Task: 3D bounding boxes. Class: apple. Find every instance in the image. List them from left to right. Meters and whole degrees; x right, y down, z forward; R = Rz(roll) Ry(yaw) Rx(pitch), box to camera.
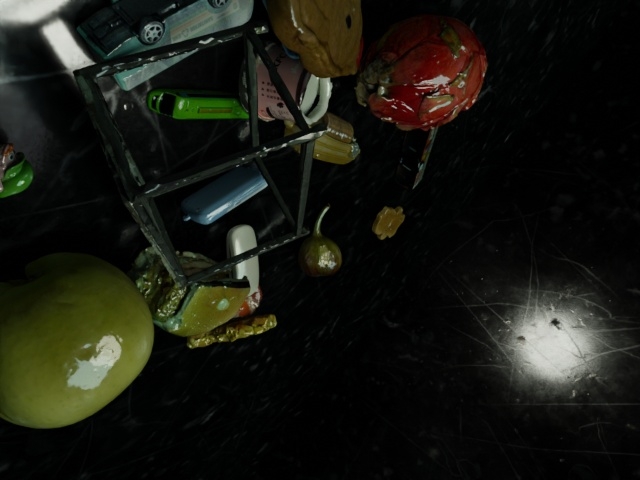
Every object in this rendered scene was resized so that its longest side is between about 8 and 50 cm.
[{"bbox_3d":[-0.449,0.175,0.757,0.295,0.233,0.258,-28,121,-20],"label":"apple"}]

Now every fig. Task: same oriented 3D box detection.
[{"bbox_3d":[0.000,0.000,1.435,0.149,0.149,0.245,-19,117,-46],"label":"fig"}]

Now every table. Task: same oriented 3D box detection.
[{"bbox_3d":[-0.171,-0.117,0.717,0.272,0.222,0.335,-23,161,-15],"label":"table"}]

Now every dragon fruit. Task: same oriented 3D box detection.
[{"bbox_3d":[0.254,-0.413,1.081,0.342,0.277,0.277,-8,134,-42],"label":"dragon fruit"}]

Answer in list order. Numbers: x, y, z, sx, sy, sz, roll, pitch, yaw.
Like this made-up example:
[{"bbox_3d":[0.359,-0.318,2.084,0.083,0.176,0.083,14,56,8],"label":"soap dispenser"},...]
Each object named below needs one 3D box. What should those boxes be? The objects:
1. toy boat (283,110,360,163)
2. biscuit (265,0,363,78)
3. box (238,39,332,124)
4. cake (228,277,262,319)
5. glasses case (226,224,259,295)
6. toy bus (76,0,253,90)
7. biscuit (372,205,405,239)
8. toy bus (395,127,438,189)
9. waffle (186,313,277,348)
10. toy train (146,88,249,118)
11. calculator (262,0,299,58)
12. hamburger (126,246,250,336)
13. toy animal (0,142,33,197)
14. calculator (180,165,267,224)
[{"bbox_3d":[0.016,-0.264,1.105,0.310,0.089,0.115,-1,125,-57],"label":"toy boat"},{"bbox_3d":[0.009,-0.426,0.696,0.381,0.074,0.359,43,56,-62],"label":"biscuit"},{"bbox_3d":[-0.060,-0.296,0.841,0.151,0.135,0.151,-48,150,-39],"label":"box"},{"bbox_3d":[-0.285,0.192,1.226,0.287,0.098,0.135,-26,128,-34],"label":"cake"},{"bbox_3d":[-0.207,0.057,1.168,0.081,0.051,0.204,-20,116,-45],"label":"glasses case"},{"bbox_3d":[-0.217,-0.333,0.648,0.261,0.091,0.109,-39,163,-18],"label":"toy bus"},{"bbox_3d":[0.282,-0.078,1.849,0.225,0.036,0.166,7,120,-57],"label":"biscuit"},{"bbox_3d":[0.341,-0.351,1.503,0.092,0.093,0.409,-43,156,-31],"label":"toy bus"},{"bbox_3d":[-0.257,0.264,1.284,0.249,0.056,0.253,-10,176,-41],"label":"waffle"},{"bbox_3d":[-0.214,-0.250,0.811,0.209,0.042,0.044,-19,141,-47],"label":"toy train"},{"bbox_3d":[-0.066,-0.426,0.688,0.051,0.173,0.293,-8,157,13],"label":"calculator"},{"bbox_3d":[-0.318,0.126,1.019,0.192,0.167,0.288,-53,154,10],"label":"hamburger"},{"bbox_3d":[-0.473,-0.119,0.539,0.103,0.100,0.208,-26,163,3],"label":"toy animal"},{"bbox_3d":[-0.208,-0.102,0.944,0.210,0.121,0.039,-38,126,-24],"label":"calculator"}]
